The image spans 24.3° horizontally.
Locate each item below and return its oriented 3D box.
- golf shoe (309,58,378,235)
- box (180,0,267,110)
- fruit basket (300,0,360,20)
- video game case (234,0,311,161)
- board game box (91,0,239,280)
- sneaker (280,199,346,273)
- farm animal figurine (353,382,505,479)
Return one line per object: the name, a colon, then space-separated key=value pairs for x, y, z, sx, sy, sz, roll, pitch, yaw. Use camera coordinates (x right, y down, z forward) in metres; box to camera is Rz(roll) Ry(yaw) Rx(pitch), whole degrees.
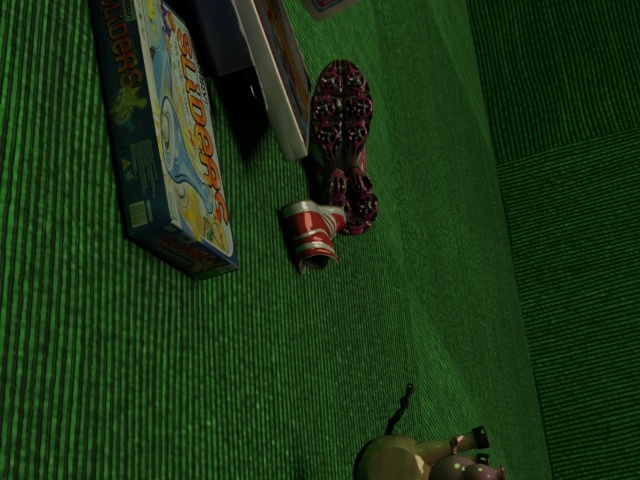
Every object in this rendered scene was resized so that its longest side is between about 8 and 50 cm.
golf shoe: x=0.017 y=-0.097 z=1.575 sx=0.086 sy=0.067 sz=0.186 roll=-172 pitch=-100 yaw=-77
box: x=-0.097 y=-0.209 z=1.213 sx=0.136 sy=0.036 sz=0.225 roll=-145 pitch=-145 yaw=-80
fruit basket: x=0.048 y=-0.411 z=1.365 sx=0.353 sy=0.327 sz=0.165 roll=54 pitch=8 yaw=-38
video game case: x=-0.053 y=-0.207 z=1.427 sx=0.285 sy=0.025 sz=0.204 roll=-90 pitch=161 yaw=-71
board game box: x=-0.114 y=-0.083 z=1.089 sx=0.136 sy=0.035 sz=0.201 roll=41 pitch=36 yaw=-68
sneaker: x=0.000 y=0.000 z=1.445 sx=0.118 sy=0.042 sz=0.067 roll=11 pitch=61 yaw=-67
farm animal figurine: x=0.072 y=0.328 z=1.149 sx=0.330 sy=0.172 sz=0.327 roll=-95 pitch=177 yaw=-65
